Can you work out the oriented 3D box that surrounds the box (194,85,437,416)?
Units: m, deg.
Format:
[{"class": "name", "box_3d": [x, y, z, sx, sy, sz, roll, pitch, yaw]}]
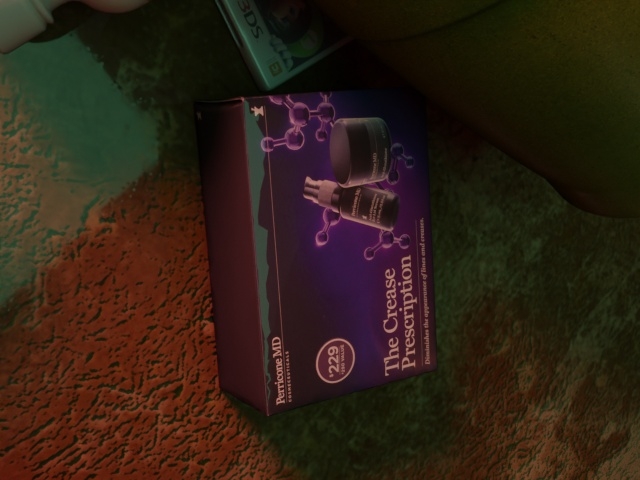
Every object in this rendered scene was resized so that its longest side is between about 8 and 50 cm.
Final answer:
[{"class": "box", "box_3d": [0.000, 0.000, 0.764, 0.184, 0.103, 0.261, -9, 101, -28]}]

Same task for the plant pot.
[{"class": "plant pot", "box_3d": [0.208, -0.213, 0.689, 0.353, 0.366, 0.366, 43, 74, -31]}]

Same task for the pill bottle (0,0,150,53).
[{"class": "pill bottle", "box_3d": [-0.117, -0.276, 0.578, 0.334, 0.188, 0.187, -35, 114, -4]}]

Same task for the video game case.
[{"class": "video game case", "box_3d": [-0.015, -0.253, 0.768, 0.190, 0.022, 0.173, -36, 113, -23]}]
